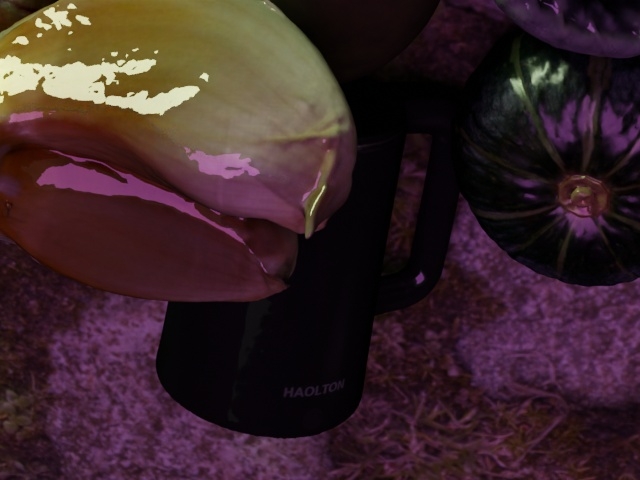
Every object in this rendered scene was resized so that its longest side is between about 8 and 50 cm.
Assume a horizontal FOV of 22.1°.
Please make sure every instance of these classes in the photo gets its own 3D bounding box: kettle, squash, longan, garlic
[{"bbox_3d":[-0.003,0.007,1.520,0.262,0.203,0.308,10,119,-4],"label":"kettle"},{"bbox_3d":[0.242,-0.081,1.452,0.252,0.165,0.252,7,124,11],"label":"squash"},{"bbox_3d":[-0.001,-0.252,1.382,0.248,0.248,0.248,6,122,10],"label":"longan"},{"bbox_3d":[-0.128,-0.070,1.293,0.313,0.249,0.286,9,107,1],"label":"garlic"}]

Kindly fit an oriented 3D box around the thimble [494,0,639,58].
[{"bbox_3d":[0.211,-0.282,1.309,0.217,0.157,0.246,-23,122,-3],"label":"thimble"}]

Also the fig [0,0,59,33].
[{"bbox_3d":[-0.300,-0.205,1.525,0.202,0.148,0.149,-18,123,-8],"label":"fig"}]

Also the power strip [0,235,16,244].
[{"bbox_3d":[-0.303,-0.060,1.569,0.257,0.092,0.251,20,163,18],"label":"power strip"}]
